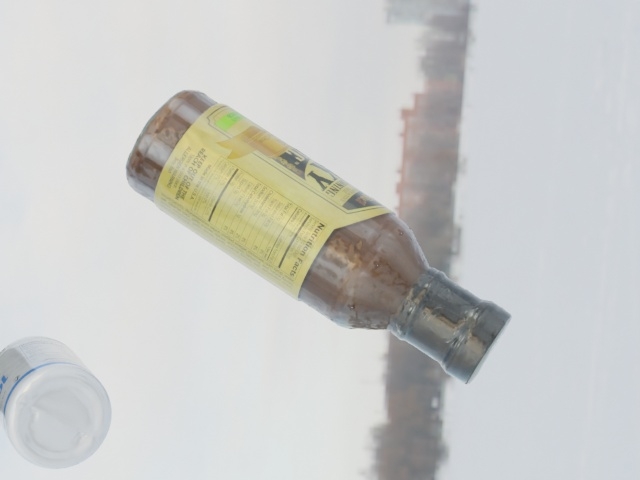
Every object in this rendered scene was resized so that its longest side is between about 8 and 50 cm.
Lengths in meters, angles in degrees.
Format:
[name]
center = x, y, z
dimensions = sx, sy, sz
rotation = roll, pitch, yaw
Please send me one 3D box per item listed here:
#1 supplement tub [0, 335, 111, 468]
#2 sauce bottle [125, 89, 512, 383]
[supplement tub]
center = -0.186, 0.108, 0.905
dimensions = 0.107, 0.071, 0.071
rotation = -162, 74, -67
[sauce bottle]
center = 0.000, 0.000, 1.128
dimensions = 0.111, 0.344, 0.111
rotation = -55, -9, -13
